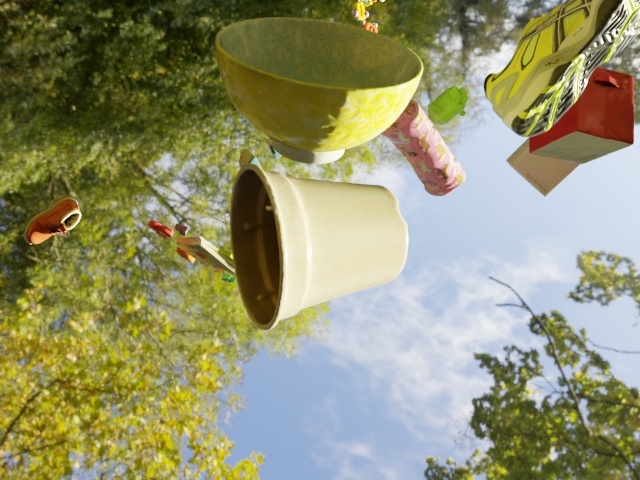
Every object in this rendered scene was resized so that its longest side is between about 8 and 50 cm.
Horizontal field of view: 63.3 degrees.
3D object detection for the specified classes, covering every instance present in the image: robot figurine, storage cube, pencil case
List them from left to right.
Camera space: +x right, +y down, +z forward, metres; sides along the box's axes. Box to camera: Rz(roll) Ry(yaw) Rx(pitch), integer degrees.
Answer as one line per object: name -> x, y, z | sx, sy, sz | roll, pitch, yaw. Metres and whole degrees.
pencil case -> 0.358, -0.313, 1.816 | 0.160, 0.386, 0.167 | -37, -143, 15
robot figurine -> 0.321, -0.341, 1.318 | 0.101, 0.115, 0.067 | -7, -109, -34
storage cube -> 0.697, -0.334, 1.397 | 0.184, 0.193, 0.215 | 9, 169, -14

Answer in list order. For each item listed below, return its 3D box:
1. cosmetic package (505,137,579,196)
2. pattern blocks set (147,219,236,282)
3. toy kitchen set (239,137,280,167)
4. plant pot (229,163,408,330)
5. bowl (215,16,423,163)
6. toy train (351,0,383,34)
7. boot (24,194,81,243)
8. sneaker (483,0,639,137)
cosmetic package -> 0.930, -0.373, 2.015 | 0.197, 0.365, 0.155 | 40, -161, -2
pattern blocks set -> -0.349, 0.043, 1.596 | 0.286, 0.325, 0.026 | 8, -119, 35
toy kitchen set -> -0.103, -0.175, 1.431 | 0.166, 0.207, 0.122 | -35, -138, -10
plant pot -> 0.000, 0.000, 1.099 | 0.306, 0.333, 0.334 | -6, -146, -25
bowl -> -0.010, -0.207, 0.763 | 0.290, 0.156, 0.289 | 6, -143, -5
toy train -> 0.149, -0.733, 1.671 | 0.125, 0.166, 0.046 | 18, 171, -39
boot -> -0.669, -0.039, 1.298 | 0.158, 0.059, 0.085 | -44, -127, -5
sneaker -> 0.435, -0.367, 0.887 | 0.145, 0.384, 0.147 | 19, -151, -50
